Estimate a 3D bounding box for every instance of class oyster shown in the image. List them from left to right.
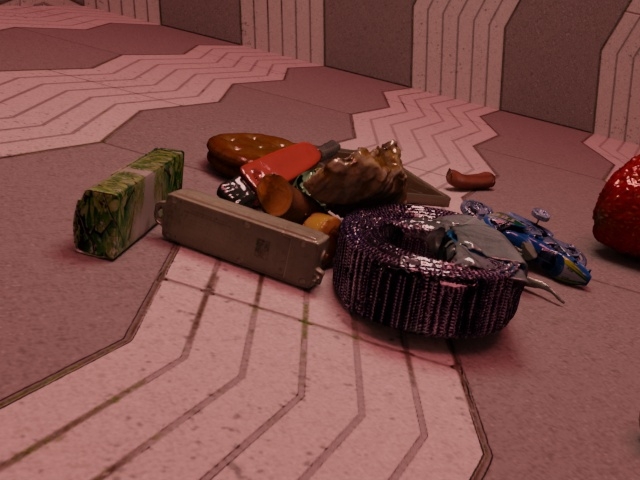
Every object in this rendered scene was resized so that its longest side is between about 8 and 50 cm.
[{"bbox_3d":[0.081,-0.086,1.245,0.110,0.166,0.341,54,2,15],"label":"oyster"}]

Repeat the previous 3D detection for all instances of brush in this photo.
[{"bbox_3d":[-0.063,-0.132,1.361,0.070,0.051,0.323,43,43,13],"label":"brush"}]

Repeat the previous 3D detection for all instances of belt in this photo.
[{"bbox_3d":[0.149,0.034,1.063,0.260,0.122,0.325,6,17,0],"label":"belt"}]

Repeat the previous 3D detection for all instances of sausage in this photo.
[{"bbox_3d":[0.356,-0.145,1.768,0.176,0.047,0.040,-3,37,-42],"label":"sausage"}]

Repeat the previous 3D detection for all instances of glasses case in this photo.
[{"bbox_3d":[-0.274,-0.064,1.096,0.062,0.095,0.272,10,19,5],"label":"glasses case"}]

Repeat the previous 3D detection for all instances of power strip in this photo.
[{"bbox_3d":[-0.111,-0.007,1.065,0.272,0.078,0.052,19,19,16],"label":"power strip"}]

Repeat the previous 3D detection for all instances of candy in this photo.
[{"bbox_3d":[-0.048,-0.047,1.241,0.091,0.083,0.305,-11,16,28],"label":"candy"}]

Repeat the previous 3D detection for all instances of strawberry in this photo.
[{"bbox_3d":[0.669,-0.063,1.488,0.276,0.257,0.257,-8,24,-11],"label":"strawberry"}]

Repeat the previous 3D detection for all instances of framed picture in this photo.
[{"bbox_3d":[0.106,-0.153,1.672,0.247,0.022,0.335,3,22,-26],"label":"framed picture"}]

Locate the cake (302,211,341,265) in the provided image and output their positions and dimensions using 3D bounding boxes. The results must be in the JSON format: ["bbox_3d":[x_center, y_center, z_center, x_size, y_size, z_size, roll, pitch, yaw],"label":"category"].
[{"bbox_3d":[0.000,0.000,1.114,0.044,0.084,0.084,21,21,27],"label":"cake"}]

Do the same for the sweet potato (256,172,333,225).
[{"bbox_3d":[-0.032,-0.035,1.159,0.077,0.077,0.243,25,-6,30],"label":"sweet potato"}]

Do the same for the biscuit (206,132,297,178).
[{"bbox_3d":[-0.122,-0.161,1.494,0.220,0.066,0.220,11,21,-4],"label":"biscuit"}]

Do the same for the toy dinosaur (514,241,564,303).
[{"bbox_3d":[0.287,0.036,1.231,0.242,0.167,0.053,36,66,2],"label":"toy dinosaur"}]

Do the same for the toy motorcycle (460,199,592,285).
[{"bbox_3d":[0.360,0.002,1.324,0.254,0.092,0.135,26,31,9],"label":"toy motorcycle"}]

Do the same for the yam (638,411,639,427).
[{"bbox_3d":[0.529,0.246,0.784,0.371,0.083,0.083,20,21,15],"label":"yam"}]
